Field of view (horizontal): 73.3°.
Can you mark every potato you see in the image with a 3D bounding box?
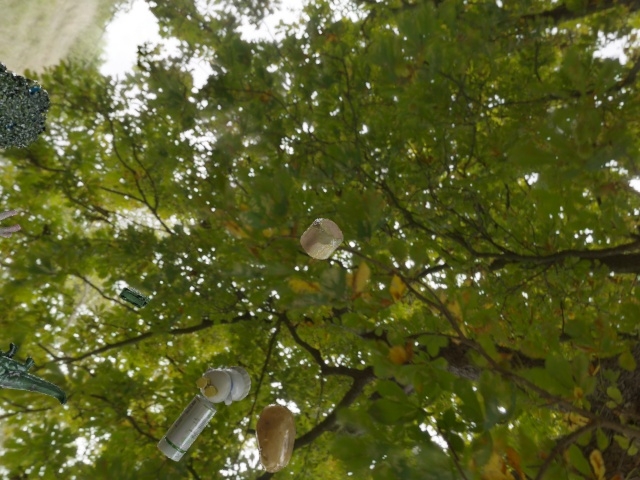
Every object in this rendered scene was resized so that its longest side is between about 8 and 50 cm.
[{"bbox_3d":[-0.128,0.551,1.205,0.118,0.109,0.178,-8,-114,22],"label":"potato"}]

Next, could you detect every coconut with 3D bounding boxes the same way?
[{"bbox_3d":[0.000,0.000,1.717,0.153,0.147,0.147,-45,-137,35],"label":"coconut"}]

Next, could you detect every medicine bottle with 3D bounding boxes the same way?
[{"bbox_3d":[-0.416,0.585,1.354,0.086,0.086,0.183,23,-114,39],"label":"medicine bottle"}]

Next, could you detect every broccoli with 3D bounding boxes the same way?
[{"bbox_3d":[-0.538,-0.234,0.714,0.154,0.167,0.160,-33,-95,4],"label":"broccoli"}]

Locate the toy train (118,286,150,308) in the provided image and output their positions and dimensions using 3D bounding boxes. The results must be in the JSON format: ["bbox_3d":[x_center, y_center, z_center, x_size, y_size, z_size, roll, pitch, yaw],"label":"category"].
[{"bbox_3d":[-0.592,0.183,1.377,0.093,0.056,0.038,27,-95,7],"label":"toy train"}]

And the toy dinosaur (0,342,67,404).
[{"bbox_3d":[-0.636,0.230,0.858,0.079,0.292,0.120,-29,-141,40],"label":"toy dinosaur"}]

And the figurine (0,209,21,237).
[{"bbox_3d":[-0.804,-0.055,0.826,0.284,0.206,0.316,-42,-104,7],"label":"figurine"}]

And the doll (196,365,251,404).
[{"bbox_3d":[-0.320,0.482,1.437,0.119,0.293,0.138,-43,-108,0],"label":"doll"}]
